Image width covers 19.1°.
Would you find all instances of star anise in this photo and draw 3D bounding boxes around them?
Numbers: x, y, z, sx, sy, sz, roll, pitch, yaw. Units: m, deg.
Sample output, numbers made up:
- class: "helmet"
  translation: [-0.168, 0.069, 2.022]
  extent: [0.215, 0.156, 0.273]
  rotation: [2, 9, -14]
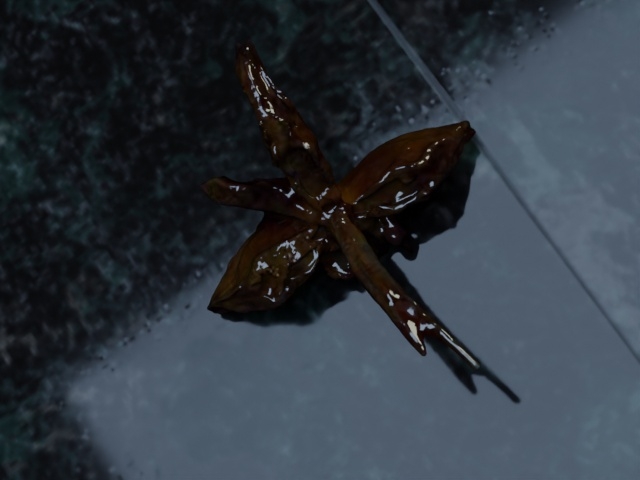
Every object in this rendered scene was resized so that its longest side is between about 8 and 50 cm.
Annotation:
- class: "star anise"
  translation: [0.010, -0.002, 0.986]
  extent: [0.141, 0.144, 0.158]
  rotation: [11, 113, -13]
